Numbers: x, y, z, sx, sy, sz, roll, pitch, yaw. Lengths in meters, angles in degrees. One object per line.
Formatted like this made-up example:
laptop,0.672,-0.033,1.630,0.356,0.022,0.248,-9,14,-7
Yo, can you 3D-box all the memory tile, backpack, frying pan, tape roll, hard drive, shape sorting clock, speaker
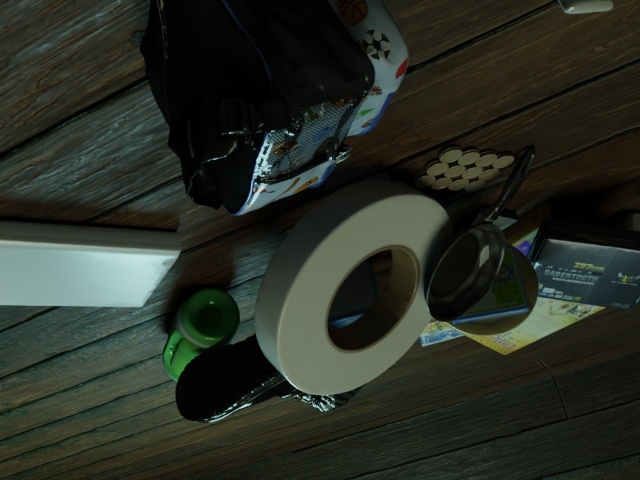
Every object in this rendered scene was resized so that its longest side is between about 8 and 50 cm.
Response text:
memory tile,0.237,-0.117,1.091,0.148,0.012,0.113,2,151,-29
backpack,-0.063,-0.161,0.618,0.213,0.277,0.263,-15,161,-27
frying pan,0.256,0.000,1.127,0.197,0.053,0.326,-19,128,-32
tape roll,0.070,0.084,1.110,0.392,0.072,0.392,-22,129,-30
hard drive,-0.435,0.045,1.066,0.353,0.047,0.233,4,150,-32
shape sorting clock,0.311,0.087,1.260,0.206,0.206,0.040,-15,154,5
speaker,-0.258,0.211,1.394,0.131,0.131,0.296,-1,152,-23
hard drive,0.312,-0.022,1.305,0.094,0.022,0.135,8,148,-37

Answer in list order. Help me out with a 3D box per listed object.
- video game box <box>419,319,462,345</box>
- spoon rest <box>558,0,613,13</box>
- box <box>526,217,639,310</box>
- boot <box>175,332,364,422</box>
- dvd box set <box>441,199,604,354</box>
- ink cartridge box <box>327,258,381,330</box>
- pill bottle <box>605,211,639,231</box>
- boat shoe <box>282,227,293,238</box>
video game box,0.356,0.224,1.796,0.187,0.048,0.205,-18,154,5
spoon rest,0.273,-0.349,0.589,0.137,0.084,0.276,-8,140,-13
box,0.523,0.050,1.278,0.232,0.059,0.183,8,140,3
boot,-0.087,0.283,1.314,0.348,0.131,0.260,-26,148,22
dvd box set,0.453,0.104,1.456,0.307,0.062,0.420,27,138,-19
ink cartridge box,0.032,0.173,1.444,0.223,0.129,0.307,-16,153,6
pill bottle,0.645,0.035,1.468,0.117,0.118,0.208,6,148,-33
boat shoe,0.000,0.000,1.182,0.137,0.043,0.049,-4,151,-20
